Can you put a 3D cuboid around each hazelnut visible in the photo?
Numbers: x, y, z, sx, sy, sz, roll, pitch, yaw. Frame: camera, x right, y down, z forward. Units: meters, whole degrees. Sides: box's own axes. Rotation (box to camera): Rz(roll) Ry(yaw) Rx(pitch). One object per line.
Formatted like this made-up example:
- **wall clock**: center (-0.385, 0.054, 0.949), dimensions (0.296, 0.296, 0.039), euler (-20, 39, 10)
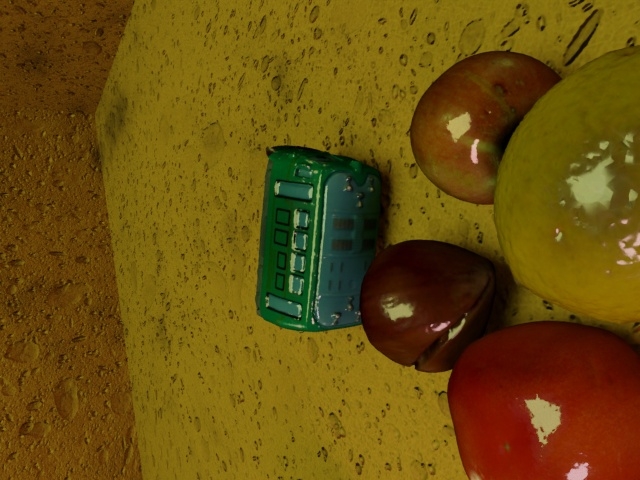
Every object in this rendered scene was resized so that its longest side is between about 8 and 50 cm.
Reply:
- **hazelnut**: center (0.161, 0.085, 0.771), dimensions (0.208, 0.208, 0.208), euler (2, 92, 55)

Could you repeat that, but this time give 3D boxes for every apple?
- **apple**: center (0.213, -0.144, 0.691), dimensions (0.196, 0.196, 0.195), euler (2, 92, 55)

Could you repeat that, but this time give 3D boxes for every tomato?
- **tomato**: center (0.266, 0.218, 0.630), dimensions (0.260, 0.180, 0.259), euler (7, 99, 53)

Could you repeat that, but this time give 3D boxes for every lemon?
- **lemon**: center (0.299, -0.051, 0.521), dimensions (0.267, 0.267, 0.267), euler (2, 92, 55)

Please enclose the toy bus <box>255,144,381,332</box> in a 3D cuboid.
- **toy bus**: center (0.000, 0.000, 0.996), dimensions (0.199, 0.184, 0.343), euler (15, 103, 50)
